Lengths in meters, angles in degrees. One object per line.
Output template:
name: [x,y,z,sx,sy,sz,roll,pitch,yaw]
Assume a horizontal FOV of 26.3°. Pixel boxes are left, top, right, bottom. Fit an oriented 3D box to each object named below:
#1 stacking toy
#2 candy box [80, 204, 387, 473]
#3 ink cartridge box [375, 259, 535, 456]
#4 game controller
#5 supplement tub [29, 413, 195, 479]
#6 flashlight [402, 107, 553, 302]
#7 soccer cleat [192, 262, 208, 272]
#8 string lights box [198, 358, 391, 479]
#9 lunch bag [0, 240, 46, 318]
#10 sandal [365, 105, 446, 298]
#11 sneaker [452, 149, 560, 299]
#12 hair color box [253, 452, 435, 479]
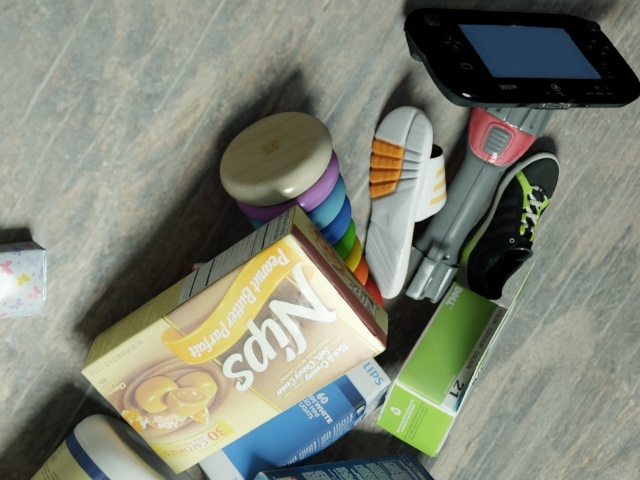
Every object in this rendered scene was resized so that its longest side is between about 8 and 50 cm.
stacking toy: [0.000,0.000,1.707,0.141,0.141,0.330,-38,132,-11]
candy box: [-0.100,0.121,1.610,0.316,0.087,0.183,-33,110,18]
ink cartridge box: [0.176,0.135,1.781,0.189,0.097,0.255,-55,167,-34]
game controller: [0.258,-0.228,1.728,0.319,0.166,0.067,-4,131,-31]
supplement tub: [-0.290,0.392,1.644,0.316,0.228,0.228,-49,128,-2]
flashlight: [0.195,-0.068,1.814,0.103,0.103,0.304,15,109,-40]
soccer cleat: [-0.141,0.140,1.721,0.095,0.083,0.248,13,110,-11]
string lights box: [-0.032,0.249,1.793,0.260,0.077,0.133,-36,165,-13]
lunch bag: [-0.351,0.046,1.551,0.071,0.053,0.083,-7,106,-32]
sandal: [0.115,-0.053,1.770,0.076,0.102,0.265,-10,123,-32]
sneaker: [0.273,-0.010,1.883,0.084,0.097,0.234,28,96,-38]
hair color box: [0.011,0.387,1.822,0.347,0.105,0.174,5,126,-53]
